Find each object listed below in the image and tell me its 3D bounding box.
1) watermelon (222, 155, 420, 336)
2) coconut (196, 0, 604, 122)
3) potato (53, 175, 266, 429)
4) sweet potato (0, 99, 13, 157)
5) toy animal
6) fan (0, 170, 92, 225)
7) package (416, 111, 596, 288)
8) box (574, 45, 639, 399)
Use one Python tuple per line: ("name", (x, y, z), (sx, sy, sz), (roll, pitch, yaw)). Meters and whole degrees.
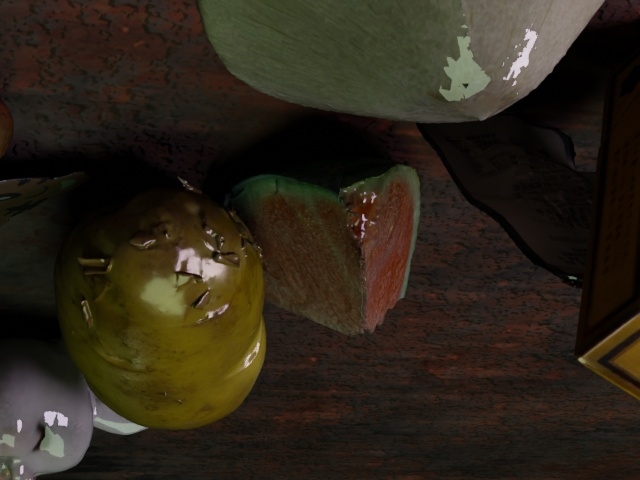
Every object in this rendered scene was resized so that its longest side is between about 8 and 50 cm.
("watermelon", (-0.007, -0.017, 1.467), (0.146, 0.128, 0.231), (17, 145, 15))
("coconut", (0.046, -0.172, 0.955), (0.237, 0.266, 0.237), (-6, 146, -4))
("potato", (-0.129, 0.053, 1.472), (0.173, 0.140, 0.300), (15, 151, 8))
("sweet potato", (-0.271, -0.054, 1.333), (0.050, 0.050, 0.214), (6, 156, -31))
("toy animal", (-0.295, 0.141, 1.614), (0.325, 0.154, 0.208), (-23, 138, -22))
("fan", (-0.284, -0.019, 1.356), (0.152, 0.008, 0.226), (-24, 171, 36))
("package", (0.175, -0.026, 1.374), (0.166, 0.232, 0.040), (4, 124, -35))
("box", (0.288, 0.003, 1.297), (0.193, 0.301, 0.084), (33, 132, -17))
